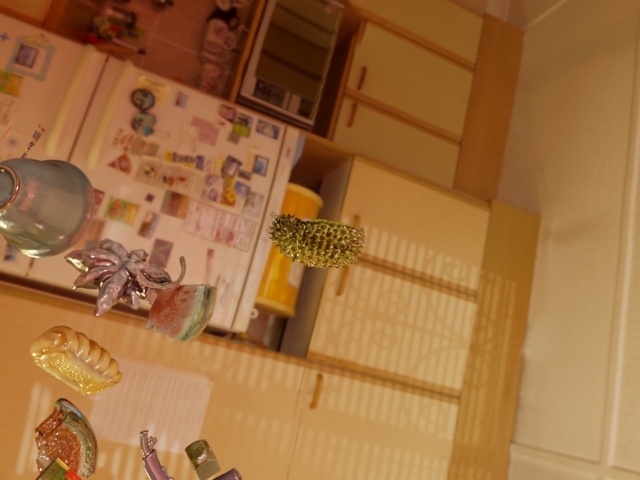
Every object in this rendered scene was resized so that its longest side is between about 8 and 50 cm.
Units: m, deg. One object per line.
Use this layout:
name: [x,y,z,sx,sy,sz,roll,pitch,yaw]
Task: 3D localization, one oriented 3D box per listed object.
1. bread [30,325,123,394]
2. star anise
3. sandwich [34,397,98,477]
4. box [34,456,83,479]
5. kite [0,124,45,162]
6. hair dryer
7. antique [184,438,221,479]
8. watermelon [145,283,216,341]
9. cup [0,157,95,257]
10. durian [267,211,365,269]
bread: [-0.786,0.383,1.782,0.173,0.311,0.121,-19,-137,11]
star anise: [-0.543,0.080,1.545,0.139,0.316,0.359,-51,-162,26]
sandwich: [-0.707,0.559,1.536,0.079,0.159,0.235,3,-85,58]
box: [-0.649,0.639,1.265,0.034,0.132,0.235,-33,-167,38]
kite: [-0.753,-0.194,1.379,0.198,0.006,0.244,63,36,-46]
hair dryer: [-0.454,0.742,1.748,0.301,0.361,0.121,-34,-171,-6]
antique: [-0.394,0.733,1.841,0.081,0.080,0.221,49,-26,25]
watermelon: [-0.455,0.218,1.819,0.262,0.201,0.212,144,-36,-75]
cup: [-0.542,-0.076,1.003,0.150,0.199,0.199,59,45,-78]
durian: [0.000,0.000,1.816,0.169,0.352,0.158,-140,-122,-65]
